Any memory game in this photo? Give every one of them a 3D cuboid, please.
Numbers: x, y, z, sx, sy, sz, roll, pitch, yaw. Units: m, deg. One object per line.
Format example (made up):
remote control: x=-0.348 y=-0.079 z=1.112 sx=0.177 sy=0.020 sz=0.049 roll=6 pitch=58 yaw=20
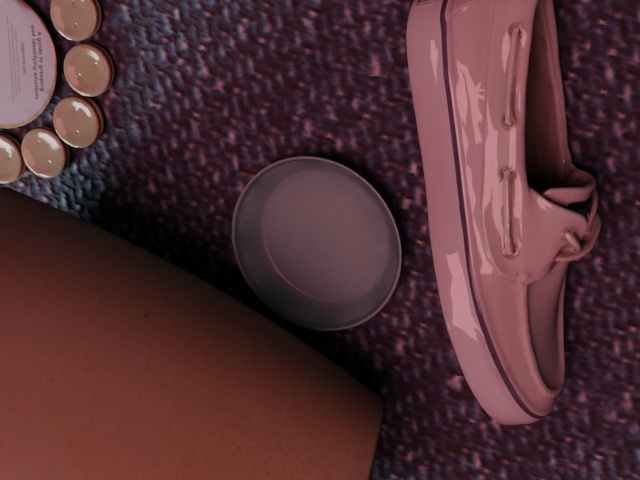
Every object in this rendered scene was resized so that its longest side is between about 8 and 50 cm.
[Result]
memory game: x=-0.223 y=-0.128 z=0.988 sx=0.186 sy=0.012 sz=0.186 roll=8 pitch=111 yaw=21

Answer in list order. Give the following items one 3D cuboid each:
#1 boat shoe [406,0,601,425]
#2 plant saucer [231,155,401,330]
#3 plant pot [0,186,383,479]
boat shoe: x=0.120 y=-0.020 z=0.832 sx=0.088 sy=0.096 sz=0.268 roll=-5 pitch=98 yaw=30
plant saucer: x=0.000 y=0.000 z=0.929 sx=0.119 sy=0.021 sz=0.119 roll=8 pitch=112 yaw=21
plant pot: x=-0.107 y=0.125 z=0.918 sx=0.274 sy=0.256 sz=0.256 roll=16 pitch=115 yaw=0
